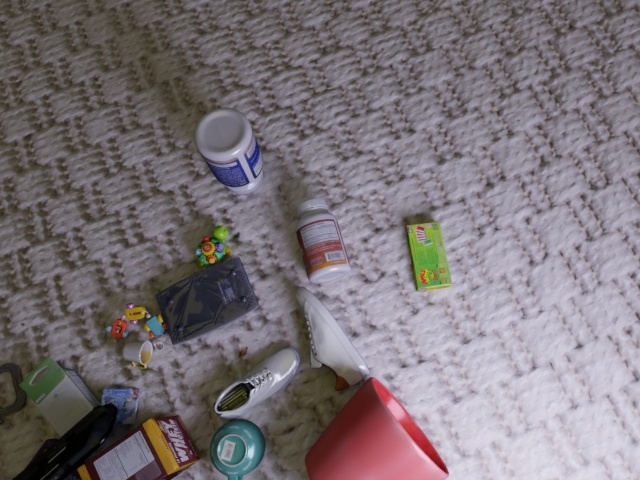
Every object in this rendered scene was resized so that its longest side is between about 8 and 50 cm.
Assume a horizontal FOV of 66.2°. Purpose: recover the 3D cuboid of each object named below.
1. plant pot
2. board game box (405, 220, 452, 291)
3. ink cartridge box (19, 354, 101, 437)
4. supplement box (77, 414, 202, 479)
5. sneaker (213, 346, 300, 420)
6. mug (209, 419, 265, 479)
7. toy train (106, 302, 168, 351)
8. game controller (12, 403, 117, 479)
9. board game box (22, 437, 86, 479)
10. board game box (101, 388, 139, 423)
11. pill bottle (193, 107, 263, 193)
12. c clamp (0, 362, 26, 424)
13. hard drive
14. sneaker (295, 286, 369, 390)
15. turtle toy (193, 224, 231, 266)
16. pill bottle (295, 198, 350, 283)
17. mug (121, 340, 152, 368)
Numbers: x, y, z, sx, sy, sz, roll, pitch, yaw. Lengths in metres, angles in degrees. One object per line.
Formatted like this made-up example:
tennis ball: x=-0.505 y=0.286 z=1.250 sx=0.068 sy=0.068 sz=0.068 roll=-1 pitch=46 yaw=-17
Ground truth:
plant pot: x=0.115 y=0.499 z=1.130 sx=0.243 sy=0.275 sz=0.275 roll=-41 pitch=74 yaw=1
board game box: x=0.297 y=0.044 z=1.356 sx=0.092 sy=0.043 sz=0.181 roll=-8 pitch=72 yaw=3
ink cartridge box: x=-0.685 y=0.418 z=1.310 sx=0.209 sy=0.062 sz=0.109 roll=41 pitch=81 yaw=15
supplement box: x=-0.426 y=0.536 z=1.184 sx=0.194 sy=0.191 sz=0.129 roll=-34 pitch=73 yaw=-5
sneaker: x=-0.160 y=0.373 z=1.266 sx=0.258 sy=0.091 sz=0.094 roll=-40 pitch=74 yaw=-8
mug: x=-0.202 y=0.527 z=1.218 sx=0.129 sy=0.097 sz=0.158 roll=-32 pitch=73 yaw=-5
toy train: x=-0.499 y=0.238 z=1.364 sx=0.166 sy=0.046 sz=0.125 roll=18 pitch=102 yaw=0
game controller: x=-0.619 y=0.528 z=1.170 sx=0.319 sy=0.166 sz=0.067 roll=-42 pitch=115 yaw=-4
board game box: x=-0.716 y=0.711 z=1.232 sx=0.208 sy=0.056 sz=0.347 roll=31 pitch=78 yaw=17
board game box: x=-0.530 y=0.437 z=1.294 sx=0.090 sy=0.020 sz=0.090 roll=6 pitch=72 yaw=-23
pill bottle: x=-0.243 y=-0.237 z=1.373 sx=0.153 sy=0.265 sz=0.153 roll=-1 pitch=71 yaw=4
c clamp: x=-0.880 y=0.424 z=1.346 sx=0.137 sy=0.022 sz=0.161 roll=-19 pitch=73 yaw=-1
hard drive: x=-0.309 y=0.170 z=1.361 sx=0.254 sy=0.054 sz=0.172 roll=-25 pitch=72 yaw=-4
sneaker: x=-0.002 y=0.257 z=1.281 sx=0.123 sy=0.106 sz=0.290 roll=-34 pitch=74 yaw=-9
turtle toy: x=-0.306 y=0.016 z=1.402 sx=0.095 sy=0.066 sz=0.130 roll=27 pitch=77 yaw=12
pill bottle: x=0.000 y=0.000 z=1.354 sx=0.121 sy=0.121 sz=0.216 roll=-15 pitch=72 yaw=0
mug: x=-0.498 y=0.308 z=1.323 sx=0.064 sy=0.062 sz=0.078 roll=2 pitch=83 yaw=12
